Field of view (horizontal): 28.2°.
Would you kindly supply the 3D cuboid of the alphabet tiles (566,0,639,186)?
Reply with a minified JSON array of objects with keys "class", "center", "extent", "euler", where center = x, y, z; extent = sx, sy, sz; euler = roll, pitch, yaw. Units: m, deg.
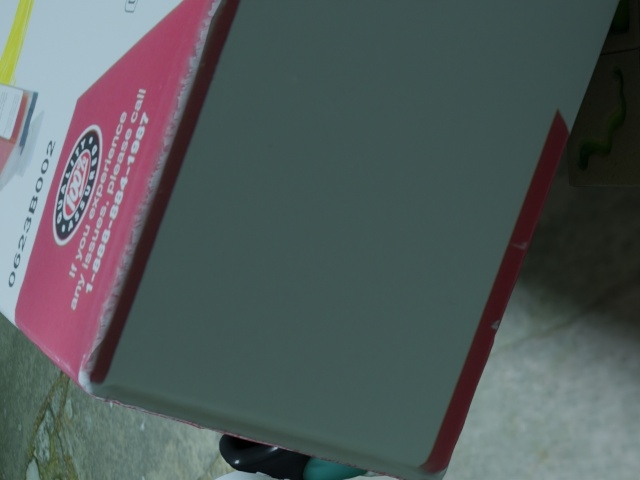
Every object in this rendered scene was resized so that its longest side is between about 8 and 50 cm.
[{"class":"alphabet tiles","center":[0.149,-0.161,0.456],"extent":[0.342,0.011,0.285],"euler":[-175,80,-67]}]

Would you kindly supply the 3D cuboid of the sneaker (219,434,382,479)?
[{"class":"sneaker","center":[0.000,0.000,0.708],"extent":[0.108,0.121,0.302],"euler":[-146,55,-63]}]

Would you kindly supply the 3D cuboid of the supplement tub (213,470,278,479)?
[{"class":"supplement tub","center":[-0.046,0.231,0.948],"extent":[0.071,0.071,0.107],"euler":[114,143,-51]}]

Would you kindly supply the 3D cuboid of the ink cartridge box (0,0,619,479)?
[{"class":"ink cartridge box","center":[-0.058,-0.091,0.599],"extent":[0.385,0.160,0.279],"euler":[21,93,61]}]
